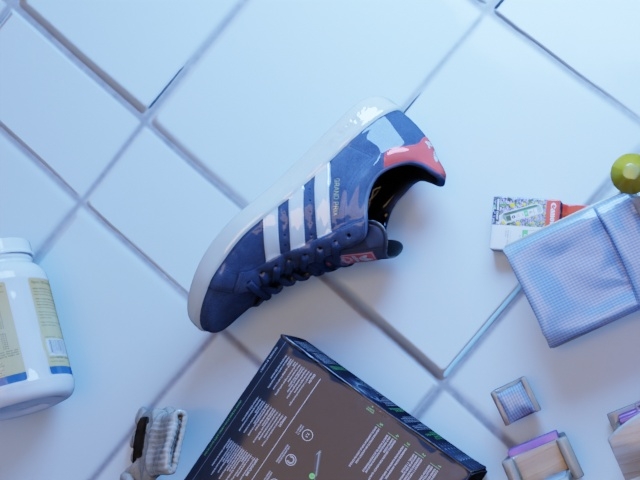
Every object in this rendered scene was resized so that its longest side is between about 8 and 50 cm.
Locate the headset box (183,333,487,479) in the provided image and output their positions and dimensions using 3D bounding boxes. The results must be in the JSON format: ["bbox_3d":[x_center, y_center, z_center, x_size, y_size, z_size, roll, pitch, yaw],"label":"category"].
[{"bbox_3d":[0.015,0.286,1.558,0.283,0.131,0.246,33,92,16],"label":"headset box"}]

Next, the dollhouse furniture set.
[{"bbox_3d":[0.278,0.091,1.462,0.286,0.198,0.303,-24,84,10],"label":"dollhouse furniture set"}]

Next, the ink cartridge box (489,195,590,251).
[{"bbox_3d":[0.254,-0.016,1.587,0.115,0.029,0.062,4,84,15],"label":"ink cartridge box"}]

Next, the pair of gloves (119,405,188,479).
[{"bbox_3d":[-0.210,0.305,1.585,0.042,0.204,0.240,15,82,-13],"label":"pair of gloves"}]

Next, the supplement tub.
[{"bbox_3d":[-0.388,0.110,1.680,0.144,0.144,0.199,-19,78,12],"label":"supplement tub"}]

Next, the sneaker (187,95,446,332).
[{"bbox_3d":[0.000,0.000,1.599,0.350,0.131,0.148,-47,70,5],"label":"sneaker"}]
